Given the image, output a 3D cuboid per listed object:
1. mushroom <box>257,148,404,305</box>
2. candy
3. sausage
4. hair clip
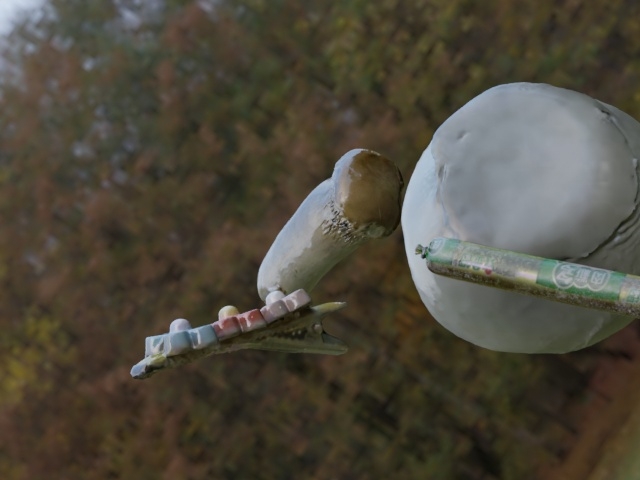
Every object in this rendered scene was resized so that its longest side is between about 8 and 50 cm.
[{"bbox_3d":[0.000,0.000,1.545,0.209,0.071,0.084,-47,25,49],"label":"mushroom"},{"bbox_3d":[0.213,-0.014,1.772,0.295,0.295,0.185,-52,-18,-25],"label":"candy"},{"bbox_3d":[0.194,0.033,1.399,0.033,0.269,0.033,-36,-48,-54],"label":"sausage"},{"bbox_3d":[-0.059,0.069,1.425,0.213,0.056,0.062,-4,-12,-41],"label":"hair clip"}]
